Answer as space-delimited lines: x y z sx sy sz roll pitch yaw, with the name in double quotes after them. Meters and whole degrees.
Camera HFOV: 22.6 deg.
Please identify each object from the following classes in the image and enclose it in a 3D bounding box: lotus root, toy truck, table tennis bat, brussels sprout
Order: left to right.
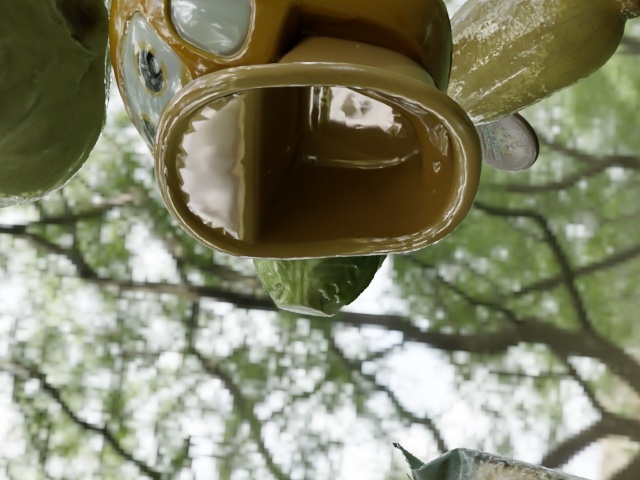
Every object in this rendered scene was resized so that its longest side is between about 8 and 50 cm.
-0.022 -0.120 1.199 0.204 0.288 0.212 95 -179 -48 "toy truck"
0.002 0.000 1.566 0.155 0.117 0.155 -8 -79 -43 "brussels sprout"
0.245 -0.170 2.181 0.119 0.170 0.107 -48 -47 -37 "table tennis bat"
0.217 -0.218 1.695 0.131 0.303 0.146 30 -135 -37 "lotus root"

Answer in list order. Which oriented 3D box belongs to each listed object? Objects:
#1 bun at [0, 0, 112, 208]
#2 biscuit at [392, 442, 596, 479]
-0.335 -0.219 1.707 0.364 0.202 0.364 21 -115 -59 "bun"
0.217 0.225 1.183 0.186 0.309 0.079 42 -116 -56 "biscuit"
